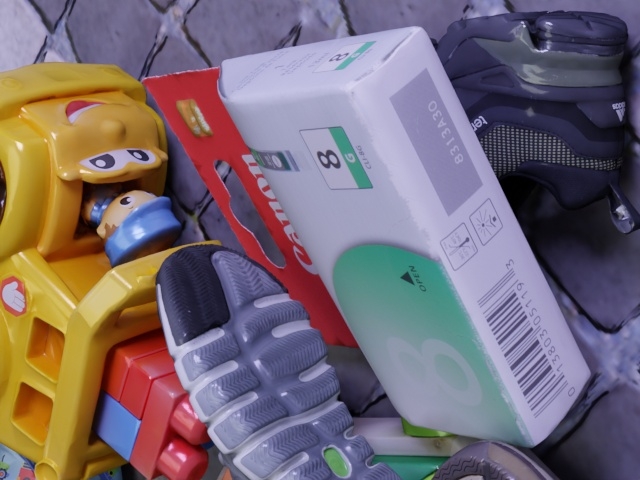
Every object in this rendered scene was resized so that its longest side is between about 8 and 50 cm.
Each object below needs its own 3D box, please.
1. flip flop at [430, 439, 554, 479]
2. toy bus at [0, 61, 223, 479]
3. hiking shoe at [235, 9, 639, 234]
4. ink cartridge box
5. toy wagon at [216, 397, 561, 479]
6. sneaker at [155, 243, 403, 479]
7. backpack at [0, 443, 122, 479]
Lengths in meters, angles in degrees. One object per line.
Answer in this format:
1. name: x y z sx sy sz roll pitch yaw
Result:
1. flip flop: 0.159 0.178 0.581 0.277 0.080 0.112 37 142 0
2. toy bus: -0.123 0.034 0.791 0.211 0.149 0.220 32 119 32
3. hiking shoe: 0.042 -0.041 0.658 0.226 0.086 0.114 -5 93 43
4. ink cartridge box: 0.000 0.000 0.647 0.224 0.056 0.181 -1 125 52
5. toy wagon: 0.016 0.212 0.757 0.344 0.068 0.267 -8 95 44
6. sneaker: -0.034 0.122 0.679 0.229 0.086 0.132 56 133 20
7. backpack: -0.211 0.190 0.931 0.158 0.117 0.173 14 104 32
